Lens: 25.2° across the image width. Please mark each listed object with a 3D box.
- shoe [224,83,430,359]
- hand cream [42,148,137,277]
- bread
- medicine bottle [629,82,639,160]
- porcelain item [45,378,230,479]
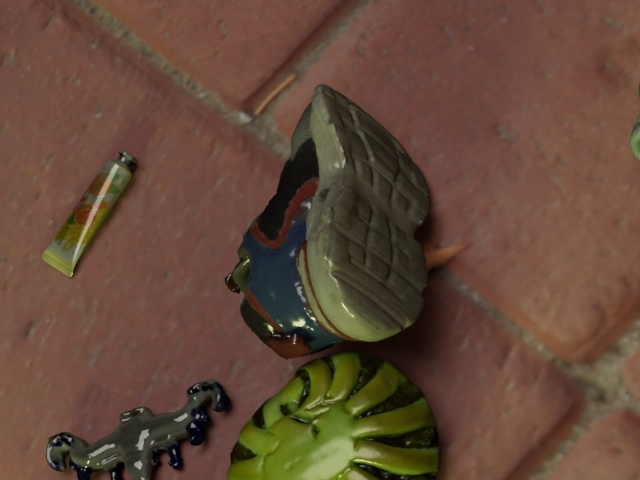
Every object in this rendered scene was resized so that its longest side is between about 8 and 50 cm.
[{"bbox_3d":[0.000,0.000,0.937,0.125,0.099,0.227,-42,27,30],"label":"shoe"},{"bbox_3d":[-0.171,-0.022,1.073,0.035,0.022,0.102,30,83,29],"label":"hand cream"},{"bbox_3d":[0.005,0.134,0.873,0.139,0.071,0.130,-26,60,11],"label":"bread"},{"bbox_3d":[0.256,-0.162,0.908,0.124,0.079,0.258,15,71,28],"label":"medicine bottle"},{"bbox_3d":[-0.119,0.147,0.953,0.136,0.021,0.075,-21,56,14],"label":"porcelain item"}]
